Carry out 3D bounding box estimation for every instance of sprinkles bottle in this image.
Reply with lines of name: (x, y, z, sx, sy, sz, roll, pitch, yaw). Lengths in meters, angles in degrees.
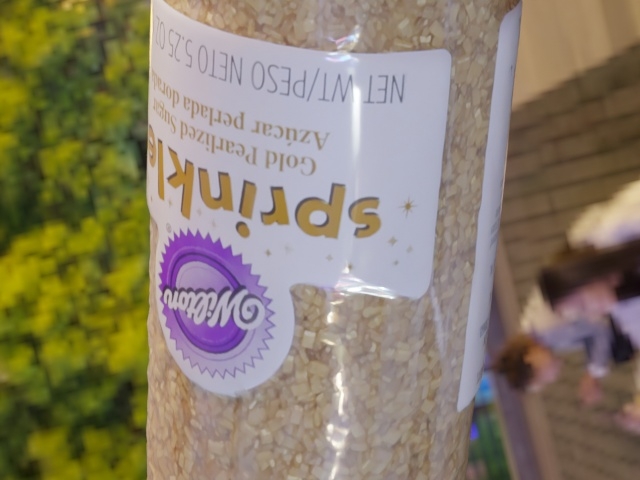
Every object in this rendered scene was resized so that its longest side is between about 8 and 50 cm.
sprinkles bottle: (0.000, 0.000, 0.639, 0.121, 0.121, 0.355, -106, 18, -64)
